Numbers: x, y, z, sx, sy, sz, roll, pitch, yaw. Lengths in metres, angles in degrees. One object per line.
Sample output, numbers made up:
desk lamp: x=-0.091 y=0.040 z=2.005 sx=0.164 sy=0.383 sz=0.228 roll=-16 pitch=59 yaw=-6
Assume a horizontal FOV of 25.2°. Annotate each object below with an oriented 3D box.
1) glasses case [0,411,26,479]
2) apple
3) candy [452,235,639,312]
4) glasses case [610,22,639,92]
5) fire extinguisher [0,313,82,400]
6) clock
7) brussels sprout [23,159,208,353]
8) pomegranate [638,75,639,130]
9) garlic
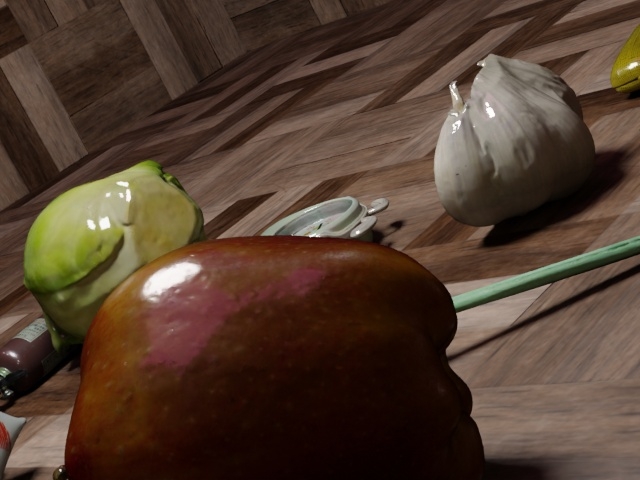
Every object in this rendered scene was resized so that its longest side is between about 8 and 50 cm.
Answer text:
glasses case: x=-0.396 y=0.250 z=1.516 sx=0.128 sy=0.083 sz=0.308 roll=4 pitch=29 yaw=-4
apple: x=-0.041 y=0.133 z=1.076 sx=0.317 sy=0.288 sz=0.288 roll=-13 pitch=16 yaw=2
candy: x=0.165 y=0.049 z=1.372 sx=0.440 sy=0.119 sz=0.119 roll=-19 pitch=15 yaw=2
glasses case: x=0.455 y=-0.264 z=1.960 sx=0.079 sy=0.064 sz=0.234 roll=-26 pitch=14 yaw=35
fire extinguisher: x=-0.391 y=0.153 z=1.996 sx=0.099 sy=0.071 sz=0.231 roll=-23 pitch=13 yaw=39
clock: x=0.000 y=0.000 z=1.858 sx=0.191 sy=0.062 sz=0.151 roll=-20 pitch=16 yaw=24
brussels sprout: x=-0.275 y=0.021 z=1.959 sx=0.259 sy=0.227 sz=0.294 roll=-43 pitch=5 yaw=-35
pomegranate: x=0.407 y=-0.152 z=1.366 sx=0.221 sy=0.220 sz=0.257 roll=-33 pitch=14 yaw=-23
garlic: x=0.232 y=-0.110 z=1.634 sx=0.143 sy=0.178 sz=0.229 roll=15 pitch=46 yaw=43
